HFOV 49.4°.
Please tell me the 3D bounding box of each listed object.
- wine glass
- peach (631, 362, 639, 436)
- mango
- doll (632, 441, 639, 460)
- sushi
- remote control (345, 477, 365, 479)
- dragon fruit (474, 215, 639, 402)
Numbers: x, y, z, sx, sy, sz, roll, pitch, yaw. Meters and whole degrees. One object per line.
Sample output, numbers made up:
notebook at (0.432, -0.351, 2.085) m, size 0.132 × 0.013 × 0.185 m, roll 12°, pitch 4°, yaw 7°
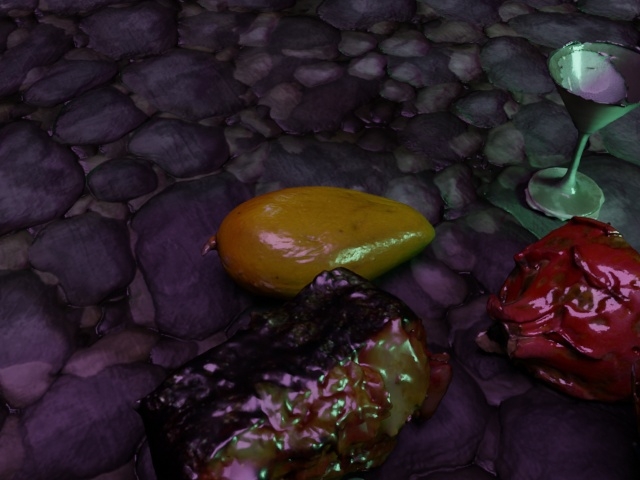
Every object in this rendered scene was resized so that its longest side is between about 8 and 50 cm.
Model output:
wine glass at (0.368, -0.144, 0.978) m, size 0.156 × 0.232 × 0.156 m, roll -1°, pitch 47°, yaw 1°
peach at (0.486, 0.130, 0.640) m, size 0.372 × 0.290 × 0.373 m, roll -1°, pitch 86°, yaw 19°
mango at (0.000, 0.000, 0.933) m, size 0.316 × 0.119 × 0.177 m, roll -9°, pitch 41°, yaw -14°
doll at (0.389, 0.266, 0.753) m, size 0.037 × 0.027 × 0.125 m, roll -20°, pitch 48°, yaw -17°
sushi at (-0.010, 0.173, 0.727) m, size 0.343 × 0.197 × 0.182 m, roll -28°, pitch 53°, yaw -29°
remote control at (-0.039, 0.313, 0.706) m, size 0.221 × 0.042 × 0.072 m, roll -22°, pitch 50°, yaw -17°
dragon fruit at (0.294, 0.084, 0.844) m, size 0.211 × 0.134 × 0.262 m, roll -21°, pitch 51°, yaw -13°
